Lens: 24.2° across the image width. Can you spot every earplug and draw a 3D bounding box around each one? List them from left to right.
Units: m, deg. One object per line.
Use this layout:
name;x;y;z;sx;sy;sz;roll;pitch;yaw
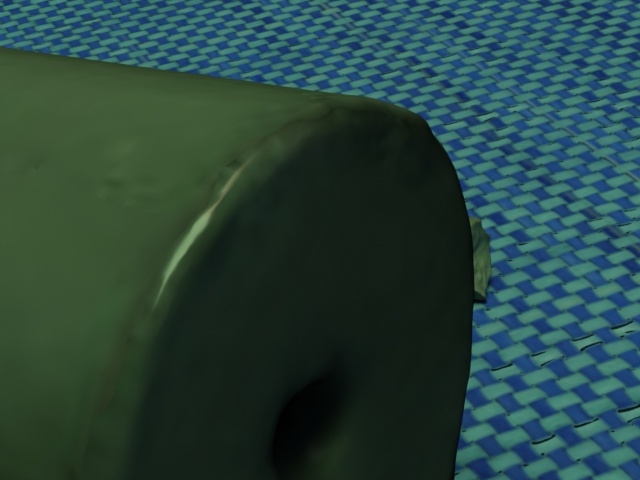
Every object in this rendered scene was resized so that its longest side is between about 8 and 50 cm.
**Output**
earplug;-0.153;0.052;0.795;0.394;0.313;0.312;13;36;33

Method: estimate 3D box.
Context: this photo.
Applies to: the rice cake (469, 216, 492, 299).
rice cake;0.000;0.000;1.088;0.256;0.057;0.052;7;16;20
